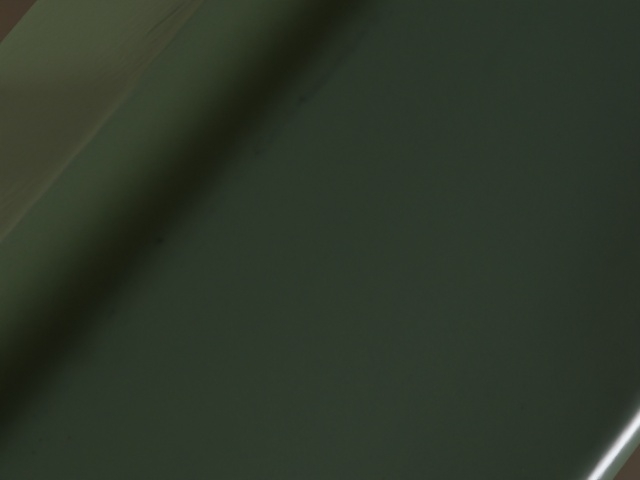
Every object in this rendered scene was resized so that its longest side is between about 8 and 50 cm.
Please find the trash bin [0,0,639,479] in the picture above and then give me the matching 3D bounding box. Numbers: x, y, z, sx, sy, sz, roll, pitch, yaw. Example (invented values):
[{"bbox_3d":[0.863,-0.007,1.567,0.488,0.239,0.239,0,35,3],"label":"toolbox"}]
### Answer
[{"bbox_3d":[0.000,0.000,0.623,0.158,0.343,0.223,5,139,51],"label":"trash bin"}]
